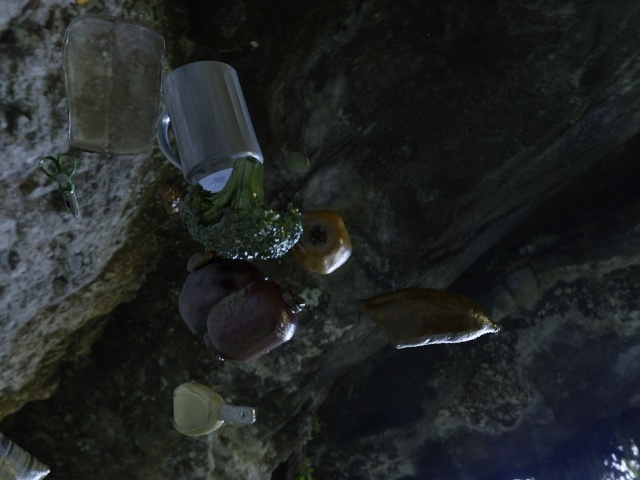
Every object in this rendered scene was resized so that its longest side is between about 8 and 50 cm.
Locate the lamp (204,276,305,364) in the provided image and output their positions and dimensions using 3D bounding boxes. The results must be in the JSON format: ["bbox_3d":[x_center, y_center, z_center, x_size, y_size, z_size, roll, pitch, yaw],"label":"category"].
[{"bbox_3d":[-0.162,0.188,1.173,0.258,0.180,0.180,-32,-77,6],"label":"lamp"}]

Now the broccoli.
[{"bbox_3d":[-0.203,-0.060,1.213,0.288,0.259,0.235,20,-50,-31],"label":"broccoli"}]

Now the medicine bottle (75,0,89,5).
[{"bbox_3d":[-0.341,-0.477,0.802,0.192,0.096,0.096,-32,-76,-6],"label":"medicine bottle"}]

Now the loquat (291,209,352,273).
[{"bbox_3d":[0.000,0.000,1.414,0.176,0.234,0.187,-37,-98,9],"label":"loquat"}]

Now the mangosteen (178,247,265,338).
[{"bbox_3d":[-0.312,0.171,1.520,0.293,0.297,0.297,42,-65,-14],"label":"mangosteen"}]

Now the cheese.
[{"bbox_3d":[-0.251,0.403,1.149,0.252,0.054,0.127,-9,-100,34],"label":"cheese"}]

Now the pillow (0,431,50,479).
[{"bbox_3d":[-0.374,0.232,0.486,0.038,0.113,0.203,9,-46,32],"label":"pillow"}]

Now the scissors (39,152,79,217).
[{"bbox_3d":[-0.794,-0.169,1.515,0.101,0.027,0.204,-15,-70,-11],"label":"scissors"}]

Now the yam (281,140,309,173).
[{"bbox_3d":[-0.067,-0.214,1.262,0.069,0.169,0.068,-2,-68,-6],"label":"yam"}]

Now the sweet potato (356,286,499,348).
[{"bbox_3d":[0.282,0.194,1.245,0.370,0.157,0.157,-3,-67,-8],"label":"sweet potato"}]

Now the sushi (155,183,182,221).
[{"bbox_3d":[-0.402,-0.105,1.301,0.062,0.060,0.118,-34,-60,8],"label":"sushi"}]

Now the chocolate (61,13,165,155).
[{"bbox_3d":[-0.430,-0.323,1.015,0.185,0.100,0.303,4,-46,-22],"label":"chocolate"}]

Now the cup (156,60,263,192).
[{"bbox_3d":[-0.356,-0.316,1.467,0.323,0.237,0.326,-20,-99,25],"label":"cup"}]
